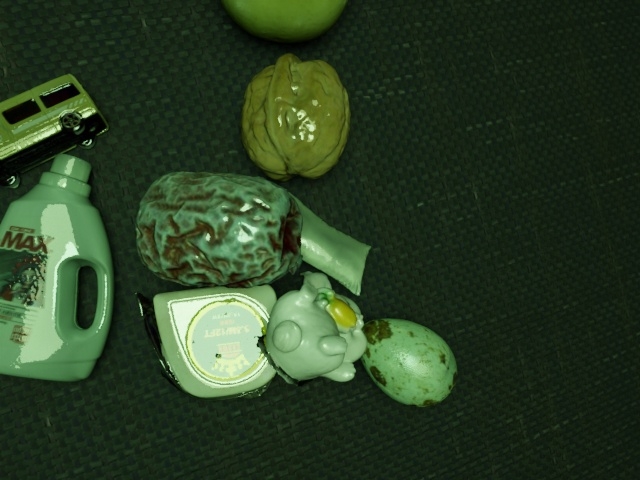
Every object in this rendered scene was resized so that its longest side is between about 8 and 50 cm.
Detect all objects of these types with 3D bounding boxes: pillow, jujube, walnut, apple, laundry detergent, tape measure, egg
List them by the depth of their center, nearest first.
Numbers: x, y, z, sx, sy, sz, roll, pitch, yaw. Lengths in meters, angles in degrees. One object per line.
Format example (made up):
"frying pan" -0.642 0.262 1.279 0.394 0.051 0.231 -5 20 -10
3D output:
"jujube" -0.188 -0.019 0.808 0.317 0.226 0.226 8 83 19
"laundry detergent" -0.500 0.040 0.814 0.264 0.124 0.398 15 81 -10
"tape measure" -0.215 0.207 0.870 0.271 0.133 0.231 -4 80 -14
"apple" -0.066 -0.524 0.886 0.295 0.258 0.233 -14 91 -11
"walnut" -0.052 -0.253 0.893 0.224 0.257 0.257 -3 86 18
"egg" 0.181 0.256 0.942 0.231 0.169 0.169 32 79 4
"pillow" 0.001 0.000 0.953 0.254 0.078 0.144 33 43 -9

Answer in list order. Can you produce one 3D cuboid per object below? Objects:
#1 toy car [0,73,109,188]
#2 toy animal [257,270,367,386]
"toy car" -0.547 -0.207 0.828 0.256 0.101 0.124 -33 89 -15
"toy animal" -0.002 0.164 0.842 0.154 0.325 0.208 -39 98 8
